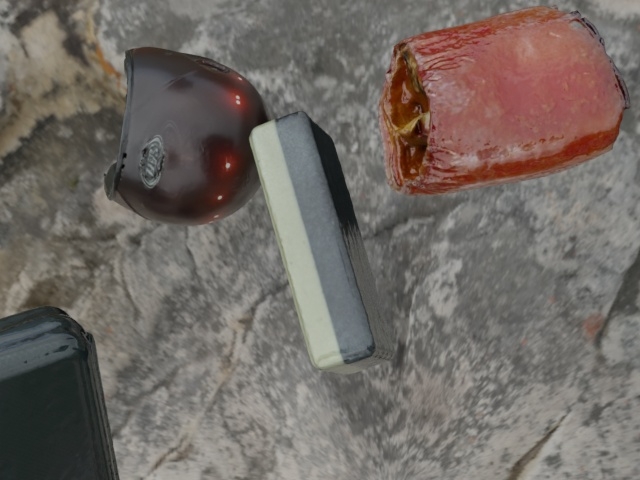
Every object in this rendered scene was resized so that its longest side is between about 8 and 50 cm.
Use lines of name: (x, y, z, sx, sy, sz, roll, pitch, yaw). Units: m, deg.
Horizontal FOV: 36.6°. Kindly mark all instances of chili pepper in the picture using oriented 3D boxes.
chili pepper: (0.238, -0.200, 1.360, 0.305, 0.229, 0.251, -11, 82, -15)

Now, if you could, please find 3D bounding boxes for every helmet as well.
helmet: (-0.153, -0.113, 1.105, 0.193, 0.216, 0.189, 24, 115, 21)

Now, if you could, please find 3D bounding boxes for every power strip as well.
power strip: (0.000, 0.000, 0.937, 0.070, 0.105, 0.257, -18, 75, 12)

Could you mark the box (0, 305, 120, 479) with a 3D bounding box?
box: (-0.196, 0.158, 0.566, 0.160, 0.230, 0.050, -18, 34, -25)
